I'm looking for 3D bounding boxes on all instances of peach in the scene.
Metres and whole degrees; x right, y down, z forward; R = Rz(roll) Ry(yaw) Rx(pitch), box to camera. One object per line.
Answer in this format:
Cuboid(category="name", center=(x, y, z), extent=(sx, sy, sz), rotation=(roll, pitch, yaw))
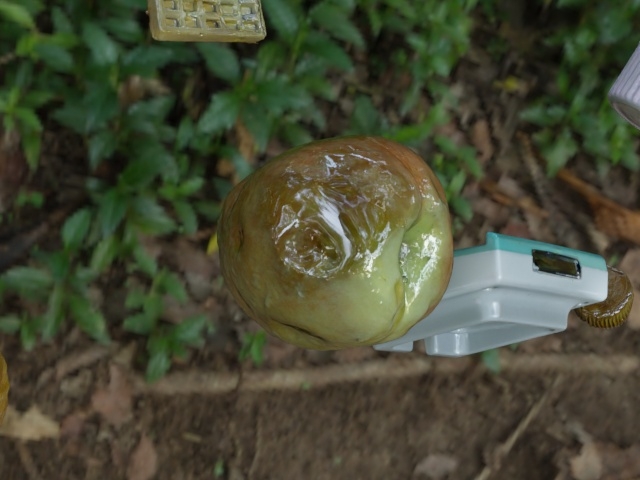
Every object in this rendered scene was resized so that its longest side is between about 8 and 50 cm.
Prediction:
Cuboid(category="peach", center=(0.000, 0.000, 1.438), extent=(0.235, 0.214, 0.214), rotation=(3, 35, 33))

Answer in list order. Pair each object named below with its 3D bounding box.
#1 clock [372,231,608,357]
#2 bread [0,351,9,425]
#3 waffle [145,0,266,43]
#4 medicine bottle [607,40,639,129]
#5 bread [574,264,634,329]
Cuboid(category="clock", center=(0.196, 0.072, 1.876), extent=(0.262, 0.231, 0.116), rotation=(9, 74, -51))
Cuboid(category="bread", center=(-0.336, 0.097, 1.182), extent=(0.143, 0.229, 0.139), rotation=(37, 82, 34))
Cuboid(category="waffle", center=(-0.119, -0.246, 1.549), extent=(0.135, 0.021, 0.092), rotation=(-2, 80, -38))
Cuboid(category="medicine bottle", center=(0.293, -0.170, 1.119), extent=(0.083, 0.083, 0.203), rotation=(34, 85, 15))
Cuboid(category="bread", center=(0.372, 0.076, 1.996), extent=(0.085, 0.053, 0.085), rotation=(-7, 63, 15))
